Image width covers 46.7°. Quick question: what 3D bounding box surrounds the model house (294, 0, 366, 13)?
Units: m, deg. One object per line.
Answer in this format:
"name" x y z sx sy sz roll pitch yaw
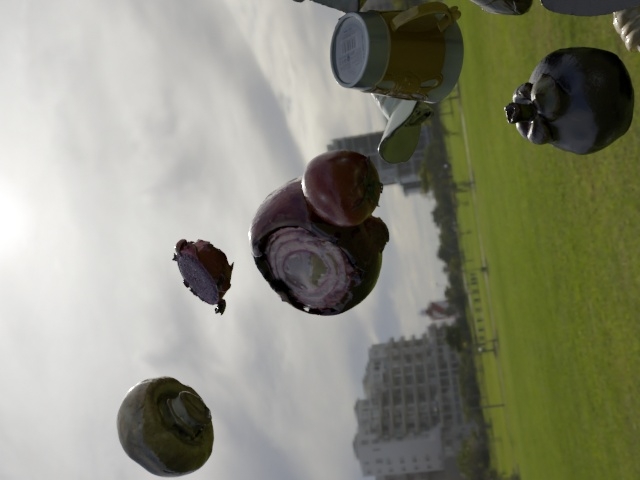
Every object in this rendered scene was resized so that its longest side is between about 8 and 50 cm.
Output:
"model house" 0.018 -0.646 1.504 0.284 0.298 0.243 -52 -19 -31

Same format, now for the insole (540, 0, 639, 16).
"insole" 0.605 -0.514 1.503 0.007 0.328 0.111 -57 -46 -36

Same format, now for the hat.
"hat" 0.174 -0.330 1.761 0.257 0.168 0.301 81 -152 -59

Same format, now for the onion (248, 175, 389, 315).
"onion" -0.005 0.005 1.765 0.341 0.341 0.341 -8 -90 -80

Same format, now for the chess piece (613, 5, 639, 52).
"chess piece" 0.746 -0.477 1.710 0.139 0.124 0.307 -8 -113 -52

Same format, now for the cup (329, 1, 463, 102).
"cup" 0.159 -0.382 1.450 0.241 0.226 0.185 -47 53 53

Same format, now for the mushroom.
"mushroom" -0.234 0.284 1.151 0.166 0.127 0.166 47 -168 -13

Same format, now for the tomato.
"tomato" 0.038 -0.108 1.499 0.167 0.167 0.167 -8 -90 -80

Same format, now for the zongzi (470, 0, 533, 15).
"zongzi" 0.400 -0.873 1.879 0.500 0.218 0.466 14 -86 -37

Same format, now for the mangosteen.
"mangosteen" 0.581 -0.329 1.744 0.287 0.288 0.233 -19 -58 -80

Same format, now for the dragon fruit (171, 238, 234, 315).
"dragon fruit" -0.180 0.044 1.208 0.068 0.126 0.112 -38 -20 -34
